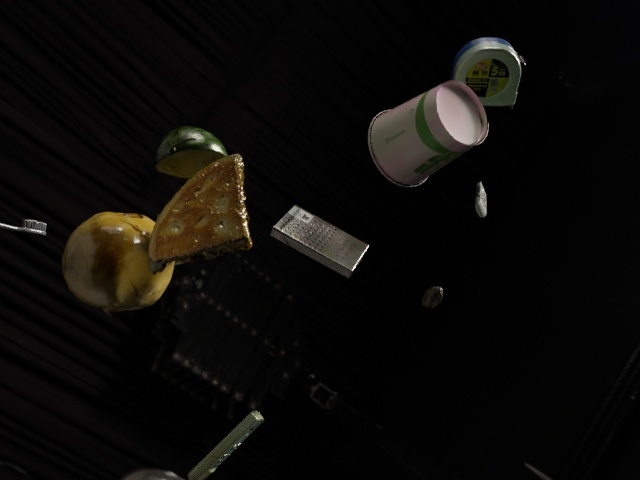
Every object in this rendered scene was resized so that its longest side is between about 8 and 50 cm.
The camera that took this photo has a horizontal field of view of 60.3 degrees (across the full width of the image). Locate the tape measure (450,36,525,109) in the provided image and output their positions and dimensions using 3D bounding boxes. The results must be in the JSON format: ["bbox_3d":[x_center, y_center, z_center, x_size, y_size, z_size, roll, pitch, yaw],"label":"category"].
[{"bbox_3d":[0.440,-0.509,1.703,0.098,0.350,0.215,-88,178,-45],"label":"tape measure"}]

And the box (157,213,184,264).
[{"bbox_3d":[-0.610,-0.015,2.336,0.172,0.043,0.311,-12,-137,-2],"label":"box"}]

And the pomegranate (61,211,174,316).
[{"bbox_3d":[-0.608,0.070,1.679,0.332,0.332,0.333,-43,-160,20],"label":"pomegranate"}]

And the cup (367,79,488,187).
[{"bbox_3d":[0.309,-0.310,1.568,0.274,0.253,0.253,-26,-149,54],"label":"cup"}]

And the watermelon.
[{"bbox_3d":[-0.375,-0.260,1.582,0.204,0.232,0.127,-14,-107,21],"label":"watermelon"}]

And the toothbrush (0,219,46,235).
[{"bbox_3d":[-0.660,-0.048,1.026,0.023,0.321,0.031,-4,-101,30],"label":"toothbrush"}]

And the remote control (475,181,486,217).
[{"bbox_3d":[0.572,-0.148,1.976,0.029,0.065,0.166,-18,-155,26],"label":"remote control"}]

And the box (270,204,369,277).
[{"bbox_3d":[0.000,-0.001,2.006,0.180,0.324,0.047,-51,166,-49],"label":"box"}]

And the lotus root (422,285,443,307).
[{"bbox_3d":[0.343,0.169,1.679,0.099,0.054,0.049,111,-20,-49],"label":"lotus root"}]

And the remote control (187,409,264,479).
[{"bbox_3d":[-0.244,0.538,1.437,0.233,0.038,0.098,-44,165,-10],"label":"remote control"}]

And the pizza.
[{"bbox_3d":[-0.296,-0.069,1.330,0.257,0.087,0.269,-12,-117,6],"label":"pizza"}]
